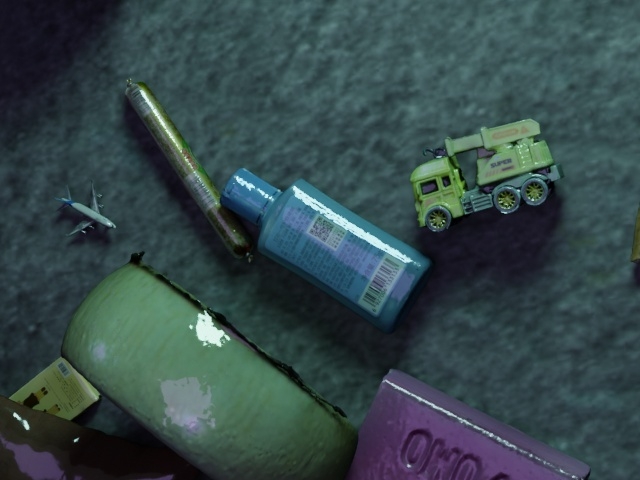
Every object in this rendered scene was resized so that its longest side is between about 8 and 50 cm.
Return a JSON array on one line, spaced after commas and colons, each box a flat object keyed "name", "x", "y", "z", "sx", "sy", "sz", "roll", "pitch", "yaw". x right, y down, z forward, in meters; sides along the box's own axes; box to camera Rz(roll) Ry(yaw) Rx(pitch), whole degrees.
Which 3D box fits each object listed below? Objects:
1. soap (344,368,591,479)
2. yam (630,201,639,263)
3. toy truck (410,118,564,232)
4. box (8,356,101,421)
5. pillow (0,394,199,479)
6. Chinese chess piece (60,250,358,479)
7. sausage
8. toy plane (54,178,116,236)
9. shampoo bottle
[{"name": "soap", "x": 0.153, "y": 0.282, "z": 1.846, "sx": 0.259, "sy": 0.081, "sz": 0.181, "roll": 27, "pitch": 100, "yaw": 14}, {"name": "yam", "x": 0.369, "y": -0.045, "z": 1.791, "sx": 0.032, "sy": 0.032, "sz": 0.145, "roll": 13, "pitch": 95, "yaw": 16}, {"name": "toy truck", "x": 0.183, "y": -0.075, "z": 1.820, "sx": 0.168, "sy": 0.077, "sz": 0.100, "roll": -16, "pitch": 91, "yaw": 18}, {"name": "box", "x": -0.348, "y": 0.210, "z": 2.024, "sx": 0.149, "sy": 0.020, "sz": 0.073, "roll": -37, "pitch": 84, "yaw": 15}, {"name": "pillow", "x": -0.318, "y": 0.354, "z": 1.973, "sx": 0.307, "sy": 0.108, "sz": 0.306, "roll": 16, "pitch": 101, "yaw": 11}, {"name": "Chinese chess piece", "x": -0.117, "y": 0.165, "z": 1.785, "sx": 0.349, "sy": 0.349, "sz": 0.146, "roll": 37, "pitch": 84, "yaw": 12}, {"name": "sausage", "x": -0.158, "y": -0.085, "z": 1.944, "sx": 0.033, "sy": 0.033, "sz": 0.269, "roll": -36, "pitch": 83, "yaw": 15}, {"name": "toy plane", "x": -0.286, "y": -0.035, "z": 1.990, "sx": 0.084, "sy": 0.024, "sz": 0.078, "roll": 26, "pitch": 99, "yaw": 7}, {"name": "shampoo bottle", "x": 0.000, "y": 0.000, "z": 1.887, "sx": 0.258, "sy": 0.061, "sz": 0.104, "roll": 32, "pitch": 102, "yaw": 12}]
